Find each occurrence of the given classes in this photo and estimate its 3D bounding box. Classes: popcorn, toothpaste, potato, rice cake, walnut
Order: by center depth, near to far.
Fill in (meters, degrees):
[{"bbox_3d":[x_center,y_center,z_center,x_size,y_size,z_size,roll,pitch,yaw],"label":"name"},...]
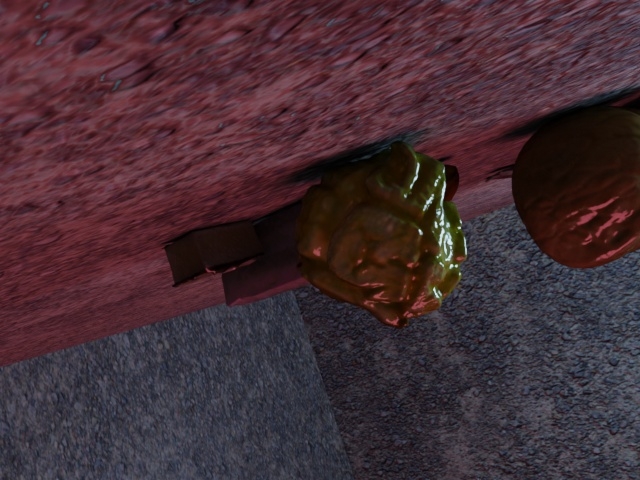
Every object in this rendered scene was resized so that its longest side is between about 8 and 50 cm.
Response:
[{"bbox_3d":[0.064,-0.002,1.018,0.185,0.187,0.167,6,-119,47],"label":"popcorn"},{"bbox_3d":[-0.137,0.016,1.217,0.086,0.061,0.122,-22,176,40],"label":"potato"},{"bbox_3d":[-0.031,0.007,1.245,0.297,0.106,0.050,-21,166,38],"label":"rice cake"},{"bbox_3d":[0.371,-0.075,1.253,0.227,0.228,0.228,-18,176,-1],"label":"walnut"},{"bbox_3d":[0.413,-0.140,1.792,0.205,0.036,0.056,-12,171,-21],"label":"toothpaste"}]

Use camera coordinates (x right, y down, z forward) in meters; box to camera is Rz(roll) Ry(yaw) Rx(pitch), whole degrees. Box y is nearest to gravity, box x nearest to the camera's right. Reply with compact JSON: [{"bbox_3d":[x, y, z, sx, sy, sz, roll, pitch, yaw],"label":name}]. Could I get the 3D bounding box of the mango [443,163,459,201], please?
[{"bbox_3d":[0.118,-0.052,1.289,0.159,0.084,0.105,-16,-179,-25],"label":"mango"}]
